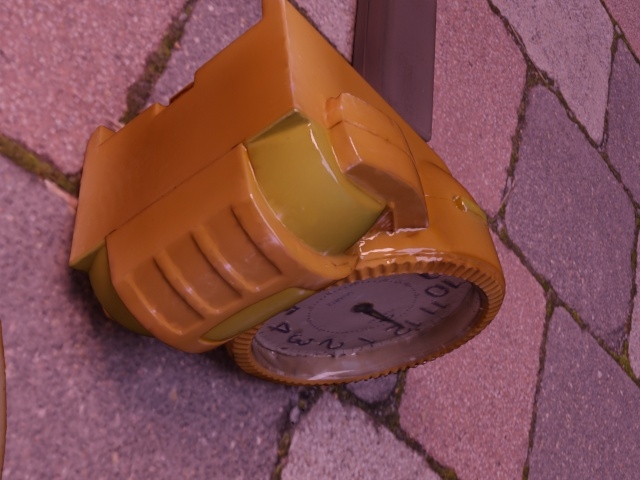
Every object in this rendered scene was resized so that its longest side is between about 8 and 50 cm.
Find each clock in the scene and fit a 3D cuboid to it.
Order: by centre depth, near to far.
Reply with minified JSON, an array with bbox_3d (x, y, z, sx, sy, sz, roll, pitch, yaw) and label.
[{"bbox_3d":[0.000,0.000,0.631,0.317,0.244,0.200,28,44,-44],"label":"clock"}]

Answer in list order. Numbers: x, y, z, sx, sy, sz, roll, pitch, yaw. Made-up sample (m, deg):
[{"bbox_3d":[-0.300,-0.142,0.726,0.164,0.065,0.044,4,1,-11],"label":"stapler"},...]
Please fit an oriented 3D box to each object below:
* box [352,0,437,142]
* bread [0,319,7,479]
[{"bbox_3d":[0.086,-0.231,0.923,0.103,0.055,0.244,26,62,-42],"label":"box"},{"bbox_3d":[-0.234,0.108,0.383,0.236,0.070,0.236,1,90,-81],"label":"bread"}]
